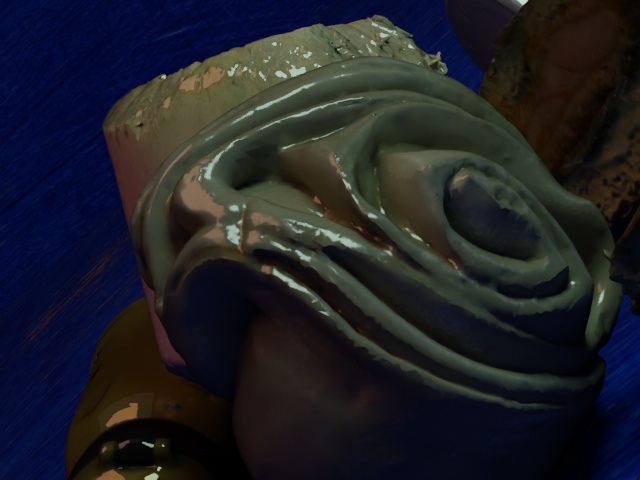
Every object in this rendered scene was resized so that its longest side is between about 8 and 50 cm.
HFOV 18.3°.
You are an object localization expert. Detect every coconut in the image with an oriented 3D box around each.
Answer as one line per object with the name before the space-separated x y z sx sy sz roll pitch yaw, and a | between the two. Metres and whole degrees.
coconut | 0.000 0.000 1.530 0.297 0.309 0.297 -19 0 0

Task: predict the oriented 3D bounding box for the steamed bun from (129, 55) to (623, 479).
steamed bun | 0.069 0.022 1.220 0.219 0.309 0.324 -32 4 34

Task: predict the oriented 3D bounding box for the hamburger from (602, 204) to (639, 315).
hamburger | 0.305 -0.072 1.145 0.309 0.132 0.211 -36 18 43

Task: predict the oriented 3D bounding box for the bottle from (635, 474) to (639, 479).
bottle | 0.213 0.107 0.899 0.233 0.110 0.110 -48 12 -18

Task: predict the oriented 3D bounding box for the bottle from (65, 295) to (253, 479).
bottle | -0.132 0.180 1.657 0.171 0.171 0.351 -41 13 16

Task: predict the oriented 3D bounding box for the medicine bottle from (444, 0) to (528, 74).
medicine bottle | 0.279 -0.270 1.748 0.332 0.190 0.190 -47 12 -9

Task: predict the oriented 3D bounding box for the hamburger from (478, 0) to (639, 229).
hamburger | 0.253 -0.142 1.395 0.209 0.162 0.330 -30 -16 -22
